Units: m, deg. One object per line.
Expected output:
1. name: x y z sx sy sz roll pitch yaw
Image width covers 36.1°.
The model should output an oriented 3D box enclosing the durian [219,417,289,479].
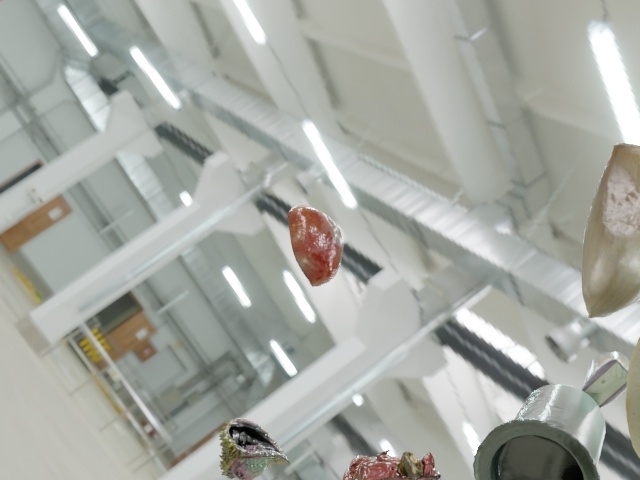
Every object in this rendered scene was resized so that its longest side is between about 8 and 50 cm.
1. durian: -0.176 0.452 2.091 0.186 0.108 0.119 22 24 -52

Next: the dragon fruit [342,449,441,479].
1. dragon fruit: 0.127 0.448 1.783 0.092 0.192 0.122 1 74 -64

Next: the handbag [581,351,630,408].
1. handbag: 0.633 0.304 2.166 0.095 0.117 0.173 50 15 13

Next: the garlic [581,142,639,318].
1. garlic: 0.516 -0.017 1.634 0.143 0.318 0.112 19 -22 -10

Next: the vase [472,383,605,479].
1. vase: 0.455 0.415 1.970 0.245 0.245 0.291 54 26 1

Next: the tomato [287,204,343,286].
1. tomato: 0.000 0.000 1.814 0.155 0.069 0.155 51 29 -44

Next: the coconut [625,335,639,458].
1. coconut: 0.577 0.215 1.347 0.323 0.323 0.323 51 -12 16
